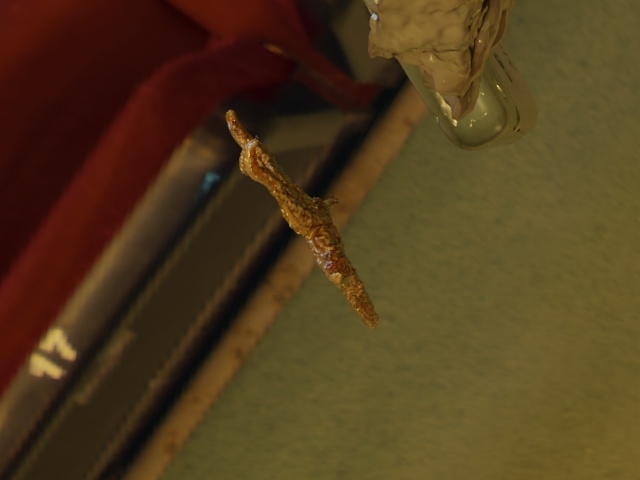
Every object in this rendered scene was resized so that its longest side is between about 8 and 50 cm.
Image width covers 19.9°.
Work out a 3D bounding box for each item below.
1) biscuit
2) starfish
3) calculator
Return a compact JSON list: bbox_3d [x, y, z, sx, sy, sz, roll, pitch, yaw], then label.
[{"bbox_3d":[0.056,-0.127,0.537,0.040,0.265,0.188,20,113,6],"label":"biscuit"},{"bbox_3d":[0.000,0.000,0.538,0.016,0.092,0.086,-31,38,5],"label":"starfish"},{"bbox_3d":[0.083,-0.121,1.161,0.045,0.246,0.141,-32,86,13],"label":"calculator"}]
